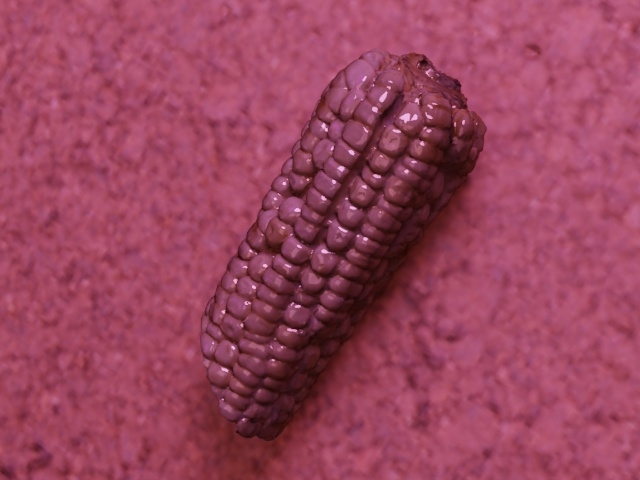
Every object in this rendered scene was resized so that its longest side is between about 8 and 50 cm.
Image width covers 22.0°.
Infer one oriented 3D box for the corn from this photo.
[{"bbox_3d":[0.000,0.000,0.829,0.087,0.087,0.211,40,107,14],"label":"corn"}]
